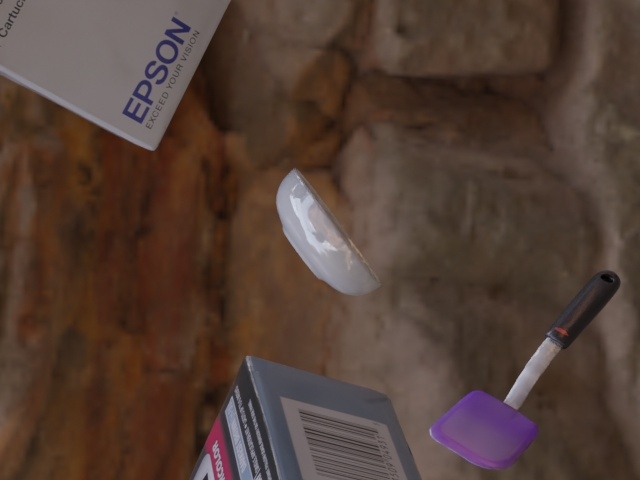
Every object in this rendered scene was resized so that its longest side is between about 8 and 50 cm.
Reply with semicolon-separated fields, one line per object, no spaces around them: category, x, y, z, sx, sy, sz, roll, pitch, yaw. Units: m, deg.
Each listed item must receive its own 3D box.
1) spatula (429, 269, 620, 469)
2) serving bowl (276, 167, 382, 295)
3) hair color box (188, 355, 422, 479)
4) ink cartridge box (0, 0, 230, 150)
spatula;0.220;0.121;1.568;0.084;0.296;0.030;31;146;21
serving bowl;0.000;0.000;0.893;0.083;0.027;0.083;53;-177;-4
hair color box;-0.058;0.286;1.031;0.185;0.114;0.374;-111;42;-62
ink cartridge box;-0.203;-0.287;1.306;0.071;0.330;0.324;23;86;54
